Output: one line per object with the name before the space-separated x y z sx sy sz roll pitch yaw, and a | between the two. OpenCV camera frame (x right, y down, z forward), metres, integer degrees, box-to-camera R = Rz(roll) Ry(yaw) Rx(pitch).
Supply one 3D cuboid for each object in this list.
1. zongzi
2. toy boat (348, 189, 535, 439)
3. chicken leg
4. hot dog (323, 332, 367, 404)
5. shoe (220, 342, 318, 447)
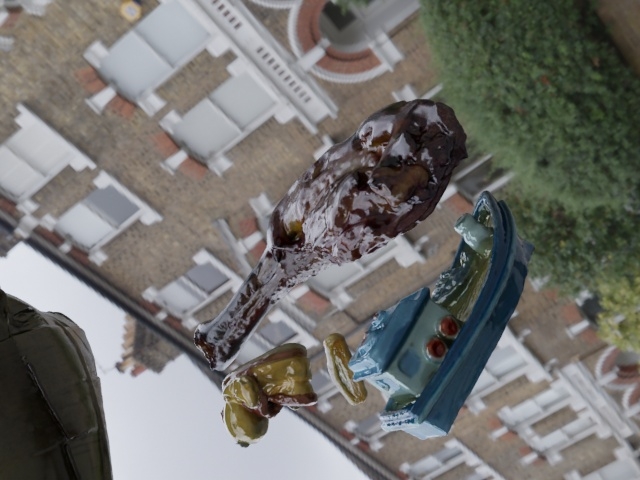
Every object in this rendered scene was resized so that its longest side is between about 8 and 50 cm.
zongzi | -0.300 0.298 0.928 0.499 0.218 0.467 64 -173 13
toy boat | 0.110 0.054 0.668 0.098 0.109 0.238 36 -114 -4
chicken leg | 0.000 0.000 0.757 0.096 0.407 0.158 34 -140 -18
hot dog | 0.033 0.187 1.107 0.028 0.044 0.137 -117 2 -55
shoe | -0.053 0.147 0.725 0.069 0.109 0.072 64 -175 34
